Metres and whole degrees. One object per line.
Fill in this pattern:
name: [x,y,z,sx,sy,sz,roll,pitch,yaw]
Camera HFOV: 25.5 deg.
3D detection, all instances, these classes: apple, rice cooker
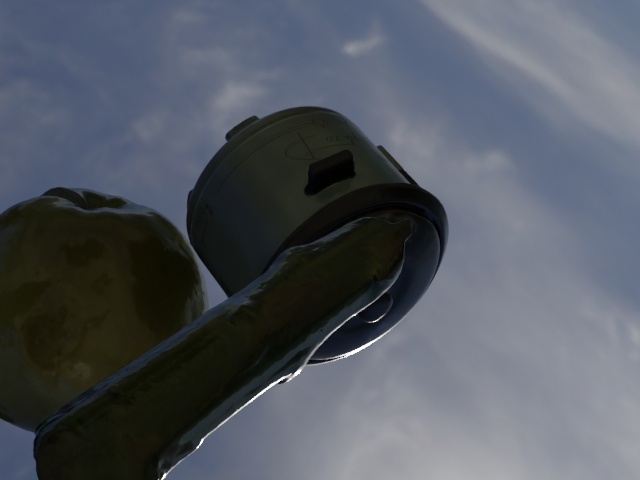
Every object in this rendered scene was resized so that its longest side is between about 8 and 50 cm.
apple: [-0.265,0.076,1.559,0.292,0.254,0.292,9,-167,-2]
rice cooker: [0.000,0.000,1.482,0.241,0.280,0.227,-23,-130,-21]

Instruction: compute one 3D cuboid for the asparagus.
asparagus: [-0.062,0.078,0.963,0.082,0.085,0.343,44,-126,13]
